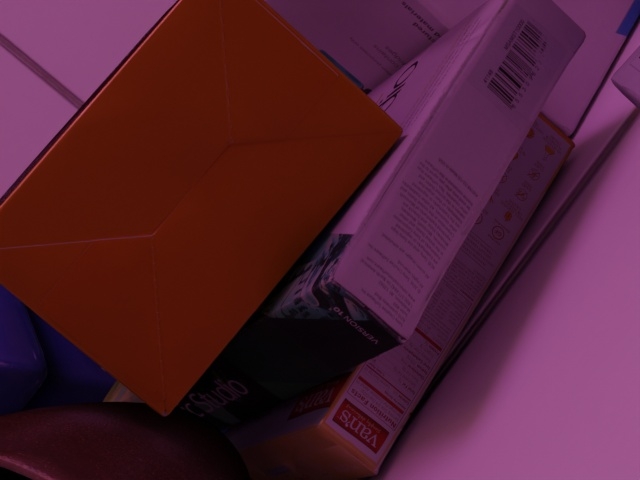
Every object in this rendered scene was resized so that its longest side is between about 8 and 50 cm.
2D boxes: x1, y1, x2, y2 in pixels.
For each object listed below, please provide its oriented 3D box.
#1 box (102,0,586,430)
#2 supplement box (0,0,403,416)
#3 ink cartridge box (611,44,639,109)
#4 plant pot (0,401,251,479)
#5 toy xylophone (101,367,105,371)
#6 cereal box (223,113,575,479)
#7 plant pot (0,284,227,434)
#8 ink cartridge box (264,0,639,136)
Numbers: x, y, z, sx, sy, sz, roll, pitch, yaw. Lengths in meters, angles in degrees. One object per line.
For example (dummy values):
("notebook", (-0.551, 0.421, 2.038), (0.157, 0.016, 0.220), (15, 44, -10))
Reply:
("box", (0.000, 0.000, 0.885), (0.232, 0.058, 0.322), (-57, 12, -32))
("supplement box", (-0.085, -0.027, 0.822), (0.191, 0.129, 0.194), (-50, 11, -9))
("ink cartridge box", (0.233, -0.138, 0.697), (0.223, 0.045, 0.224), (-48, 10, 10))
("plant pot", (-0.121, 0.167, 0.752), (0.215, 0.215, 0.230), (-46, -3, 20))
("toy xylophone", (-0.116, 0.086, 1.261), (0.322, 0.081, 0.236), (-41, 26, 32))
("cereal box", (0.039, 0.040, 0.880), (0.240, 0.047, 0.173), (-56, 12, -26))
("plant pot", (-0.233, 0.103, 1.094), (0.236, 0.212, 0.236), (-47, 50, 21))
("ink cartridge box", (0.061, -0.151, 1.037), (0.198, 0.197, 0.270), (-56, 13, -31))
